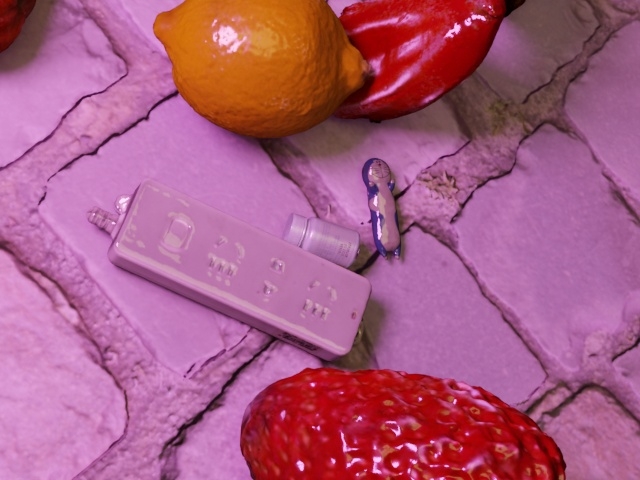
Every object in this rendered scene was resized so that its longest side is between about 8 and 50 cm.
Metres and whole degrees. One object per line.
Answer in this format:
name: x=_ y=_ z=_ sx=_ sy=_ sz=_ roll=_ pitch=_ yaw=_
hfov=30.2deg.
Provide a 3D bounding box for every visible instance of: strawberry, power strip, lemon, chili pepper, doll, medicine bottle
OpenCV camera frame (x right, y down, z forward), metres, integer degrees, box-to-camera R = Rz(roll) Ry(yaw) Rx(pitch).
strawberry: x=0.083 y=0.274 z=1.184 sx=0.310 sy=0.292 sz=0.291 roll=15 pitch=72 yaw=-22
power strip: x=-0.096 y=0.031 z=1.301 sx=0.338 sy=0.058 sz=0.098 roll=25 pitch=70 yaw=-11
lemon: x=-0.066 y=-0.204 z=1.307 sx=0.244 sy=0.187 sz=0.186 roll=10 pitch=73 yaw=-18
chili pepper: x=0.108 y=-0.215 z=1.338 sx=0.144 sy=0.253 sz=0.136 roll=-46 pitch=111 yaw=-28
doll: x=0.073 y=-0.037 z=1.393 sx=0.037 sy=0.027 sz=0.125 roll=-4 pitch=77 yaw=-27
medicine bottle: x=0.000 y=0.000 z=1.348 sx=0.083 sy=0.047 sz=0.047 roll=17 pitch=71 yaw=-13

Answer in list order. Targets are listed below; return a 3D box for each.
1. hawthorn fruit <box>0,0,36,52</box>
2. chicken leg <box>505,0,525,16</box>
hawthorn fruit: x=-0.402 y=-0.281 z=1.241 sx=0.204 sy=0.162 sz=0.162 roll=14 pitch=71 yaw=0
chicken leg: x=0.253 y=-0.362 z=1.463 sx=0.096 sy=0.158 sz=0.407 roll=45 pitch=36 yaw=0
